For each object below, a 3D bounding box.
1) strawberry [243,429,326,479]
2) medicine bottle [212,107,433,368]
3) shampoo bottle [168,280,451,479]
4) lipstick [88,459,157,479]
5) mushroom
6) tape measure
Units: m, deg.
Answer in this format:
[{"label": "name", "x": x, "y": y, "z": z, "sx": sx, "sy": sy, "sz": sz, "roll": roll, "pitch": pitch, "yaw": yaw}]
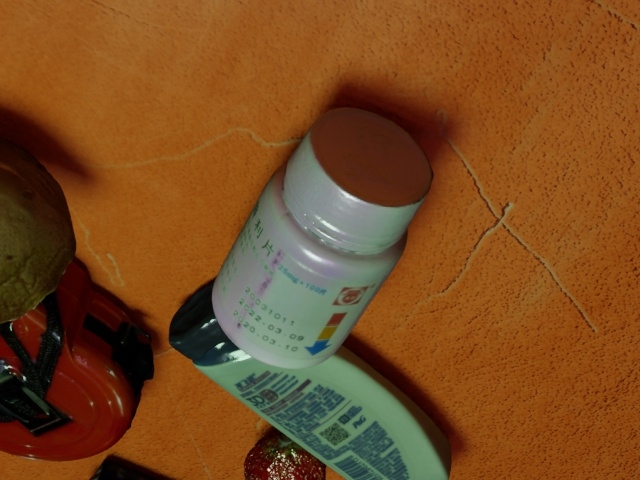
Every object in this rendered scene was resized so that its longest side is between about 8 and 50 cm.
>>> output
[{"label": "strawberry", "x": -0.043, "y": 0.263, "z": 1.847, "sx": 0.106, "sy": 0.106, "sz": 0.106, "roll": 6, "pitch": 134, "yaw": 6}, {"label": "medicine bottle", "x": 0.000, "y": 0.000, "z": 1.544, "sx": 0.152, "sy": 0.152, "sz": 0.254, "roll": 21, "pitch": 133, "yaw": -9}, {"label": "shampoo bottle", "x": 0.000, "y": 0.170, "z": 1.761, "sx": 0.134, "sy": 0.078, "sz": 0.359, "roll": -34, "pitch": 119, "yaw": 31}, {"label": "lipstick", "x": -0.156, "y": 0.365, "z": 1.976, "sx": 0.300, "sy": 0.081, "sz": 0.081, "roll": 27, "pitch": 133, "yaw": -13}, {"label": "mushroom", "x": -0.371, "y": -0.013, "z": 1.618, "sx": 0.233, "sy": 0.302, "sz": 0.208, "roll": 26, "pitch": 90, "yaw": -10}, {"label": "tape measure", "x": -0.315, "y": 0.138, "z": 1.765, "sx": 0.253, "sy": 0.114, "sz": 0.260, "roll": -27, "pitch": 123, "yaw": 32}]
